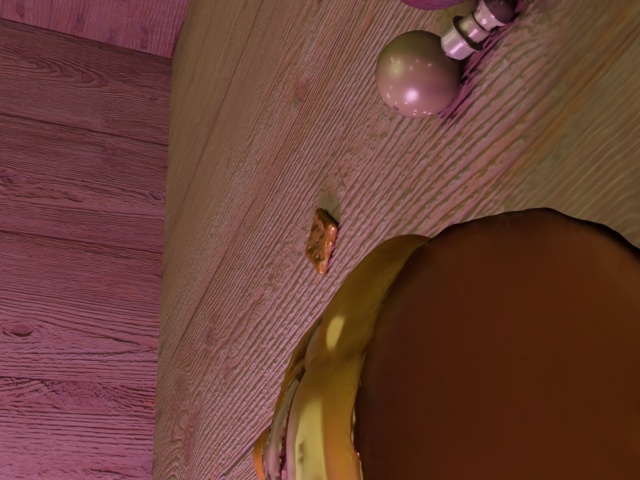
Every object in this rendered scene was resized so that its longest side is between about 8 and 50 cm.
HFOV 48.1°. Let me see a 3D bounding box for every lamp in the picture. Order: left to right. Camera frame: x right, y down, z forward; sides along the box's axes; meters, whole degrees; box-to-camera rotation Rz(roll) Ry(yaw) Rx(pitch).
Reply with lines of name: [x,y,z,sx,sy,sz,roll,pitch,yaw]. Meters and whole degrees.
lamp: [0.128,-0.194,0.729,0.163,0.091,0.090,-38,45,41]

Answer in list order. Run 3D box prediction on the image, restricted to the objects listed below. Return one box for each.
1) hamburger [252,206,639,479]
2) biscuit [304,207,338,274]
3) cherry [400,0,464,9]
hamburger: [0.084,0.133,0.454,0.237,0.277,0.276,143,132,-59]
biscuit: [0.000,0.000,1.058,0.083,0.018,0.081,-128,50,-64]
cherry: [0.118,-0.299,0.677,0.176,0.140,0.176,-52,7,9]
